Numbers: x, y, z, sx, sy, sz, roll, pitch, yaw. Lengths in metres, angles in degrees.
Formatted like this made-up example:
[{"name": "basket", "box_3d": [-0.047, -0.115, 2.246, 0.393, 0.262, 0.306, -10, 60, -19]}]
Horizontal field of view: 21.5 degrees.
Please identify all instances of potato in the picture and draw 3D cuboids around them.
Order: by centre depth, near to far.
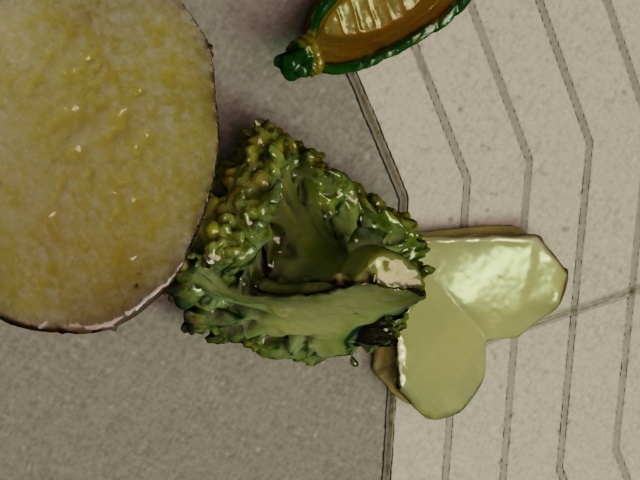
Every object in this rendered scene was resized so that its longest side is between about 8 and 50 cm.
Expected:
[{"name": "potato", "box_3d": [-0.205, -0.068, 1.364, 0.239, 0.116, 0.299, 7, 78, -9]}]

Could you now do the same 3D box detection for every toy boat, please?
[{"name": "toy boat", "box_3d": [0.055, -0.198, 1.465, 0.229, 0.088, 0.089, -28, 115, -13]}]

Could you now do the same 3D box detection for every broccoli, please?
[{"name": "broccoli", "box_3d": [-0.004, -0.010, 1.431, 0.242, 0.273, 0.180, 21, 64, -28]}]

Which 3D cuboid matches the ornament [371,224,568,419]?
[{"name": "ornament", "box_3d": [0.123, 0.053, 1.592, 0.201, 0.059, 0.180, -45, 116, -7]}]
